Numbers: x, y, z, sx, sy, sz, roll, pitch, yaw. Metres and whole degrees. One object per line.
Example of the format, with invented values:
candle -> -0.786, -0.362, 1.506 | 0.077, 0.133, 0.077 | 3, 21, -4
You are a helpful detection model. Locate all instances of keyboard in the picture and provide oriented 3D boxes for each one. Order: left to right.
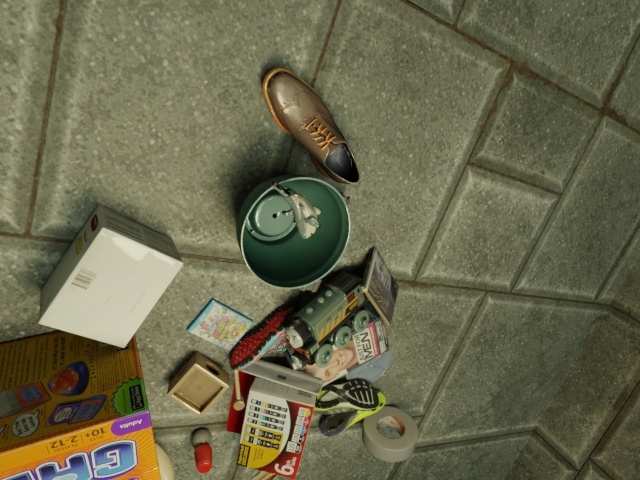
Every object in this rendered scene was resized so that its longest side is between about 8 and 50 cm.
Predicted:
keyboard -> -0.118, 0.423, 1.413 | 0.256, 0.072, 0.014 | 14, 117, 10

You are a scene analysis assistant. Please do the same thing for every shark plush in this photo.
shark plush -> -0.059, -0.069, 1.051 | 0.067, 0.073, 0.161 | -29, 131, 21

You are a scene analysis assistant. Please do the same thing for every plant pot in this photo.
plant pot -> -0.096, -0.045, 1.189 | 0.293, 0.196, 0.292 | -11, 115, -24

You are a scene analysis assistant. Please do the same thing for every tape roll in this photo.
tape roll -> 0.277, 0.773, 1.814 | 0.219, 0.219, 0.072 | -9, 120, -25

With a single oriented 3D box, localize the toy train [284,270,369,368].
toy train -> 0.024, 0.244, 1.412 | 0.334, 0.142, 0.190 | -36, 125, -33

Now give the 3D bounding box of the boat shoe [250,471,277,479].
boat shoe -> -0.224, 0.927, 1.721 | 0.063, 0.059, 0.170 | 32, 97, -37

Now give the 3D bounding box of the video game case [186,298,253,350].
video game case -> -0.297, 0.255, 1.354 | 0.119, 0.015, 0.166 | -49, 127, 3

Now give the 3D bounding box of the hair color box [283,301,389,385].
hair color box -> 0.058, 0.370, 1.554 | 0.347, 0.105, 0.173 | -24, 124, -15

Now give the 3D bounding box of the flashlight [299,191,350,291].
flashlight -> 0.000, 0.000, 1.332 | 0.103, 0.103, 0.303 | 1, 116, -58

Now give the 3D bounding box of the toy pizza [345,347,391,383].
toy pizza -> 0.180, 0.463, 1.715 | 0.201, 0.032, 0.201 | -12, 119, -23

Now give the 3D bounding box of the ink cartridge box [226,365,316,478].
ink cartridge box -> -0.172, 0.575, 1.448 | 0.272, 0.130, 0.309 | 13, 111, 2

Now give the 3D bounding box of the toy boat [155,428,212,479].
toy boat -> -0.495, 0.700, 1.418 | 0.319, 0.148, 0.267 | -13, 116, -14

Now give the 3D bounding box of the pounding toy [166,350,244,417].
pounding toy -> -0.316, 0.430, 1.361 | 0.206, 0.094, 0.181 | 41, 91, -17

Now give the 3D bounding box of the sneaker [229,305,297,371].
sneaker -> -0.160, 0.330, 1.415 | 0.262, 0.104, 0.125 | -38, 129, -6

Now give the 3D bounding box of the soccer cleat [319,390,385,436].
soccer cleat -> 0.123, 0.675, 1.778 | 0.289, 0.093, 0.121 | -20, 153, -24

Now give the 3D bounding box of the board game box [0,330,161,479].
board game box -> -0.598, 0.460, 1.083 | 0.357, 0.356, 0.356 | -10, 120, -24

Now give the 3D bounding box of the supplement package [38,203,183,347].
supplement package -> -0.497, 0.087, 1.074 | 0.204, 0.145, 0.261 | 32, 97, -37

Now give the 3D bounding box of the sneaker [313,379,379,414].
sneaker -> 0.075, 0.589, 1.677 | 0.300, 0.111, 0.121 | 8, 142, -19

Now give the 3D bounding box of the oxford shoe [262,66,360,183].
oxford shoe -> -0.005, -0.285, 1.155 | 0.130, 0.133, 0.364 | -46, 127, 0

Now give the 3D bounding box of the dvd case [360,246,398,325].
dvd case -> 0.203, 0.155, 1.508 | 0.221, 0.018, 0.164 | 54, 42, -36
